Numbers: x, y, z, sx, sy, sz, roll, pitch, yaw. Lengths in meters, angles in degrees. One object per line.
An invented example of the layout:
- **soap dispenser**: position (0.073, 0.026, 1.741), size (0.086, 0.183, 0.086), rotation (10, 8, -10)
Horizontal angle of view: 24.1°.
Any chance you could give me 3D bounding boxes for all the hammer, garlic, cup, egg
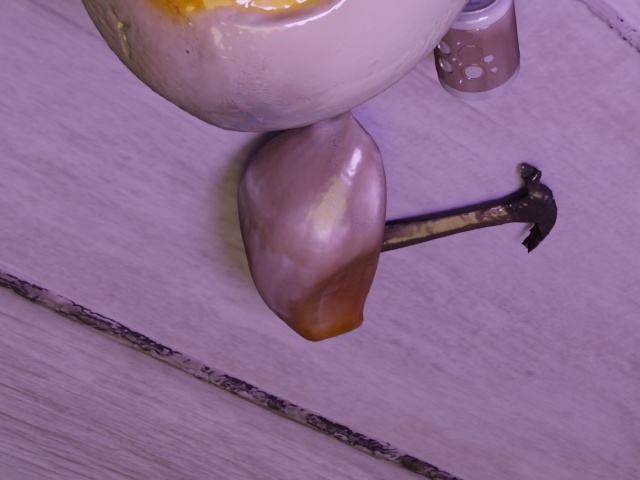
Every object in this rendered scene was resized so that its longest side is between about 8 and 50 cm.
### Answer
- **hammer**: position (0.093, -0.010, 1.524), size (0.297, 0.027, 0.125), rotation (-11, 140, 14)
- **garlic**: position (-0.009, -0.001, 1.460), size (0.143, 0.112, 0.318), rotation (1, 148, -1)
- **cup**: position (0.118, -0.184, 1.247), size (0.074, 0.102, 0.099), rotation (-37, 147, -16)
- **egg**: position (-0.044, -0.176, 1.064), size (0.337, 0.201, 0.337), rotation (9, 165, 3)
